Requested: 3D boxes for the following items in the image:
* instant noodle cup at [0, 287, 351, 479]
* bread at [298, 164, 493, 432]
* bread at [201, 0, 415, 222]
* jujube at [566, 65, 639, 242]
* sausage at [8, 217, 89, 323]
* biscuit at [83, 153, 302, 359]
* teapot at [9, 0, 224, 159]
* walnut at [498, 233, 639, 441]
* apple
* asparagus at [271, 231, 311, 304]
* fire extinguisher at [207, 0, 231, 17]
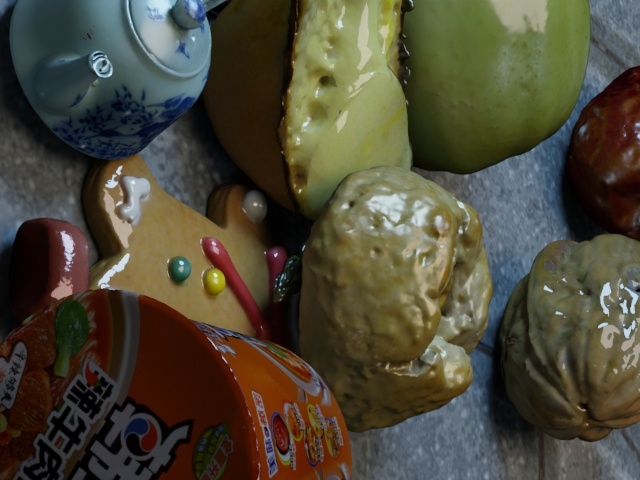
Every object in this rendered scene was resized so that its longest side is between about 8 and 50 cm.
[{"bbox_3d":[-0.107,0.163,1.235,0.192,0.250,0.250,10,69,-63],"label":"instant noodle cup"},{"bbox_3d":[0.073,0.052,1.512,0.244,0.134,0.244,6,90,-67],"label":"bread"},{"bbox_3d":[-0.016,-0.153,1.532,0.204,0.163,0.262,-24,119,-56],"label":"bread"},{"bbox_3d":[0.386,-0.109,2.064,0.190,0.190,0.255,55,33,-27],"label":"jujube"},{"bbox_3d":[-0.200,0.027,1.291,0.054,0.059,0.094,43,40,-56],"label":"sausage"},{"bbox_3d":[-0.075,0.043,1.472,0.340,0.047,0.216,28,57,-46],"label":"biscuit"},{"bbox_3d":[-0.143,-0.156,1.351,0.232,0.159,0.159,-44,114,-51],"label":"teapot"},{"bbox_3d":[0.287,0.099,1.830,0.198,0.198,0.245,55,32,-26],"label":"walnut"},{"bbox_3d":[0.144,-0.205,1.702,0.279,0.279,0.279,24,59,-48],"label":"apple"},{"bbox_3d":[-0.001,0.000,1.543,0.027,0.034,0.236,41,26,-3],"label":"asparagus"},{"bbox_3d":[-0.082,-0.229,1.568,0.132,0.039,0.056,-24,89,-55],"label":"fire extinguisher"}]
